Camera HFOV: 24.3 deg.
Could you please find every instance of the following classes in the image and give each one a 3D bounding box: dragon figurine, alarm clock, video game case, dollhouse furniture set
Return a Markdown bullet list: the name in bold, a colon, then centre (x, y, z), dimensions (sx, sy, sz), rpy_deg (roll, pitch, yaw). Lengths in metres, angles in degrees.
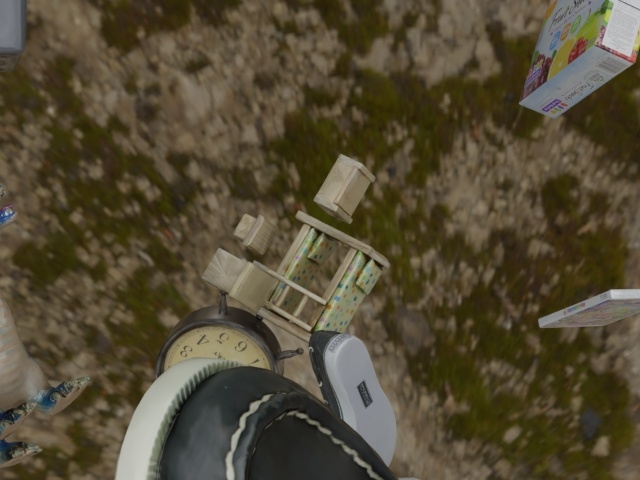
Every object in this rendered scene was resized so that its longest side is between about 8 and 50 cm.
- **dragon figurine**: centre (-0.244, 0.085, 0.966), dimensions (0.144, 0.289, 0.085), rpy_deg (50, 42, 12)
- **alarm clock**: centre (-0.116, 0.147, 1.555), dimensions (0.129, 0.064, 0.192), rpy_deg (39, 105, -7)
- **video game case**: centre (0.291, 0.069, 1.509), dimensions (0.087, 0.122, 0.011), rpy_deg (0, 73, -28)
- **dollhouse furniture set**: centre (0.000, 0.000, 1.421), dimensions (0.101, 0.161, 0.182), rpy_deg (27, 85, 28)

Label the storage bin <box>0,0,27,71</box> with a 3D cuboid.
- **storage bin**: centre (-0.272, -0.184, 1.171), dimensions (0.098, 0.135, 0.091), rpy_deg (-1, 87, -16)

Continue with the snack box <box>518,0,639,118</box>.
- **snack box**: centre (0.204, -0.161, 1.120), dimensions (0.037, 0.141, 0.100), rpy_deg (23, 72, -10)

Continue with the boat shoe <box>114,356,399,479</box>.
- **boat shoe**: centre (0.055, 0.176, 0.464), dimensions (0.113, 0.127, 0.340), rpy_deg (-9, 113, 35)

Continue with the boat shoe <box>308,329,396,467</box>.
- **boat shoe**: centre (0.026, 0.130, 1.201), dimensions (0.049, 0.142, 0.040), rpy_deg (-35, 35, -30)

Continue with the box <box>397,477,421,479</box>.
- **box**: centre (-0.007, 0.258, 1.112), dimensions (0.181, 0.181, 0.119), rpy_deg (-7, 91, 6)
